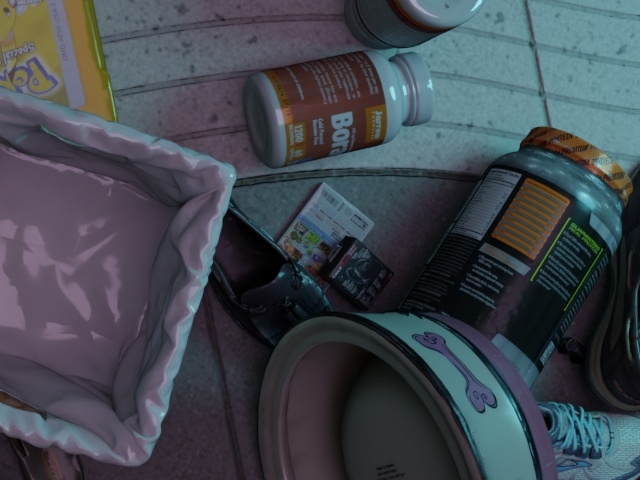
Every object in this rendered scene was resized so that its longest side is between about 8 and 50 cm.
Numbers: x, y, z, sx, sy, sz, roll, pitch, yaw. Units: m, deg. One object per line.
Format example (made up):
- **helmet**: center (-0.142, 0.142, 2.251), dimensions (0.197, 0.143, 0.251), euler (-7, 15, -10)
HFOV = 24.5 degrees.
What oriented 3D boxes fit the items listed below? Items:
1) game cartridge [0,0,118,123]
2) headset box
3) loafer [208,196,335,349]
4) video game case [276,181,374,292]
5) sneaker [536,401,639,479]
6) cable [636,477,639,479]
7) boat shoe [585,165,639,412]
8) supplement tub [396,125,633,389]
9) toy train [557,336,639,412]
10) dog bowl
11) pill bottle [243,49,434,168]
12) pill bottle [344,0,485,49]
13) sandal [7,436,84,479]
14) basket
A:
- **game cartridge**: center (-0.392, -0.199, 1.717), dimensions (0.285, 0.052, 0.324), euler (-13, 91, -17)
- **headset box**: center (0.042, 0.039, 1.841), dimensions (0.083, 0.032, 0.062), euler (42, 77, -26)
- **loafer**: center (-0.085, 0.037, 1.773), dimensions (0.109, 0.095, 0.302), euler (-42, 98, -3)
- **video game case**: center (0.000, 0.000, 1.851), dimensions (0.087, 0.011, 0.122), euler (39, 78, -13)
- **sneaker**: center (0.299, 0.255, 1.845), dimensions (0.283, 0.122, 0.110), euler (-2, 58, -11)
- **cable**: center (0.425, 0.411, 1.956), dimensions (0.139, 0.072, 0.287), euler (-15, 105, -25)
- **boat shoe**: center (0.449, 0.049, 1.911), dimensions (0.132, 0.130, 0.355), euler (18, 73, -18)
- **supplement tub**: center (0.245, 0.027, 1.830), dimensions (0.193, 0.193, 0.316), euler (37, 79, -13)
- **toy train**: center (0.379, 0.179, 1.947), dimensions (0.158, 0.036, 0.027), euler (38, 78, -13)
- **dog bowl**: center (0.104, 0.262, 1.687), dimensions (0.150, 0.408, 0.408), euler (-15, 93, -37)
- **pill bottle**: center (0.024, -0.167, 1.806), dimensions (0.216, 0.121, 0.121), euler (-14, 92, -17)
- **pill bottle**: center (0.110, -0.299, 1.785), dimensions (0.121, 0.221, 0.121), euler (1, 88, -17)
- **sandal**: center (-0.339, 0.213, 1.713), dimensions (0.090, 0.060, 0.219), euler (-23, 94, -17)
- **basket**: center (-0.290, 0.031, 1.564), dimensions (0.328, 0.266, 0.331), euler (17, 89, -5)
